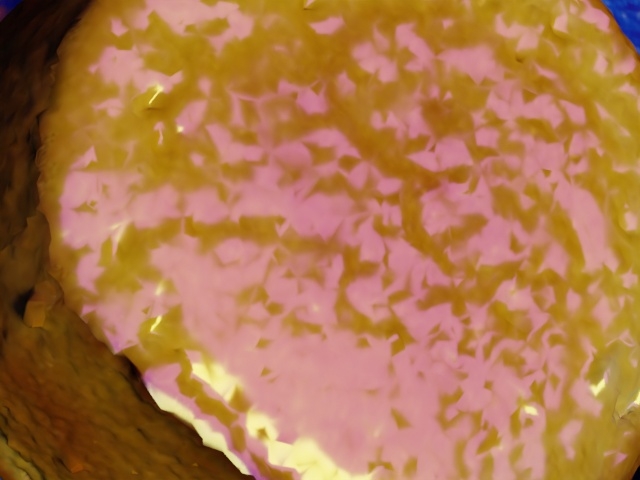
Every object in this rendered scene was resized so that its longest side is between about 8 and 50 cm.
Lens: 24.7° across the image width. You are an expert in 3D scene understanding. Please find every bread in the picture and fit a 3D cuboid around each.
[{"bbox_3d":[0.005,0.002,0.572,0.312,0.172,0.312,4,81,-26],"label":"bread"}]

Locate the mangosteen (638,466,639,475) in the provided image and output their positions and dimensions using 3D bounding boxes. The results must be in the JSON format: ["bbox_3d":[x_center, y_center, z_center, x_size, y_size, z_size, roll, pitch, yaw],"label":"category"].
[{"bbox_3d":[0.327,0.180,0.783,0.347,0.307,0.307,-10,88,-12],"label":"mangosteen"}]
